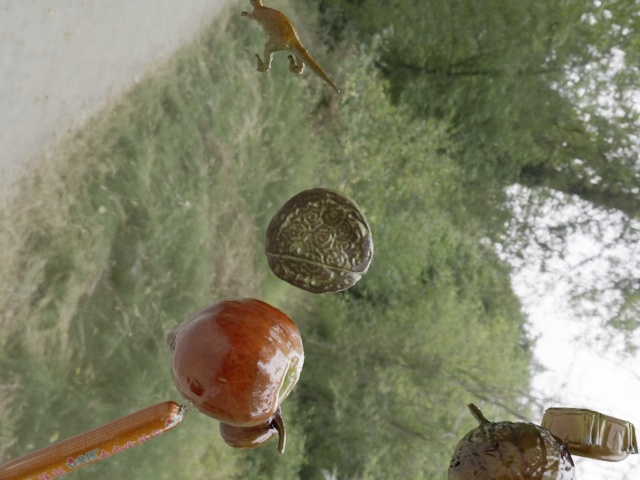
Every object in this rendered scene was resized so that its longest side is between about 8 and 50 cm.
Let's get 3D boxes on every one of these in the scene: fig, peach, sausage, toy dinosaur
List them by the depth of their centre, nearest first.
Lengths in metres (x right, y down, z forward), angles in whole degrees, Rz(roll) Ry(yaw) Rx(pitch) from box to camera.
[{"bbox_3d":[-0.042,-0.276,1.000,0.039,0.162,0.126,-45,145,-35],"label":"toy dinosaur"},{"bbox_3d":[-0.383,0.342,1.223,0.053,0.348,0.053,159,-90,-88],"label":"sausage"},{"bbox_3d":[-0.164,0.206,1.325,0.232,0.257,0.232,-53,159,-30],"label":"peach"},{"bbox_3d":[0.401,0.490,1.697,0.368,0.286,0.286,-118,-137,-57],"label":"fig"},{"bbox_3d":[-0.160,0.479,1.979,0.175,0.207,0.175,3,86,-61],"label":"fig"}]

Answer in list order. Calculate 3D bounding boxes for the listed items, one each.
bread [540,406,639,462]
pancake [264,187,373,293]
[{"bbox_3d":[0.614,0.451,1.715,0.241,0.136,0.107,138,-33,-75],"label":"bread"},{"bbox_3d":[0.000,0.000,1.686,0.031,0.250,0.250,136,-28,-85],"label":"pancake"}]
